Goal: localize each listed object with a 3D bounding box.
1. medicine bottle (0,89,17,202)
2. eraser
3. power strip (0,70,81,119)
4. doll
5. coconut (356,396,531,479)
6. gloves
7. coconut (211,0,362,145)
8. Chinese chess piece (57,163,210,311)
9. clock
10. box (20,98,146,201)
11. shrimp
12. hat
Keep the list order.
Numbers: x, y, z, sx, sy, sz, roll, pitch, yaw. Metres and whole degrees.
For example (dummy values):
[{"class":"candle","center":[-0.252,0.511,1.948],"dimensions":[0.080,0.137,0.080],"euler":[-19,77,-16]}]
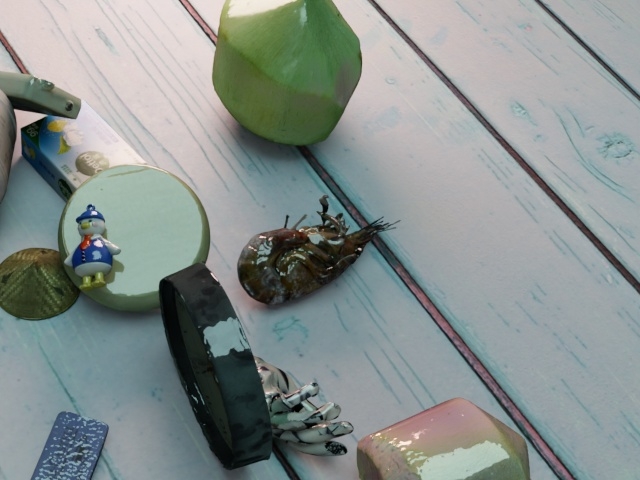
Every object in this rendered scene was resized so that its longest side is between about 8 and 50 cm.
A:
[{"class":"medicine bottle","center":[-0.630,-0.111,1.595],"dimensions":[0.241,0.241,0.301],"euler":[5,53,-10]},{"class":"eraser","center":[-0.381,0.360,1.434],"dimensions":[0.082,0.036,0.225],"euler":[17,51,-3]},{"class":"power strip","center":[-0.537,-0.261,1.749],"dimensions":[0.270,0.118,0.046],"euler":[13,82,39]},{"class":"doll","center":[-0.359,0.008,1.555],"dimensions":[0.099,0.057,0.142],"euler":[-12,68,16]},{"class":"coconut","center":[0.199,0.355,1.477],"dimensions":[0.245,0.233,0.233],"euler":[-17,59,-16]},{"class":"gloves","center":[-0.048,0.268,1.540],"dimensions":[0.111,0.127,0.212],"euler":[-33,63,-22]},{"class":"coconut","center":[-0.060,-0.346,1.863],"dimensions":[0.281,0.328,0.328],"euler":[1,54,-16]},{"class":"Chinese chess piece","center":[-0.309,-0.005,1.647],"dimensions":[0.250,0.101,0.250],"euler":[3,72,-9]},{"class":"clock","center":[-0.158,0.185,1.450],"dimensions":[0.061,0.312,0.312],"euler":[-19,60,-19]},{"class":"box","center":[-0.428,-0.149,1.782],"dimensions":[0.139,0.073,0.194],"euler":[-34,68,-33]},{"class":"shrimp","center":[-0.001,0.006,1.747],"dimensions":[0.343,0.116,0.145],"euler":[-23,86,-31]},{"class":"hat","center":[-0.466,0.053,1.624],"dimensions":[0.146,0.067,0.146],"euler":[7,52,-9]}]
